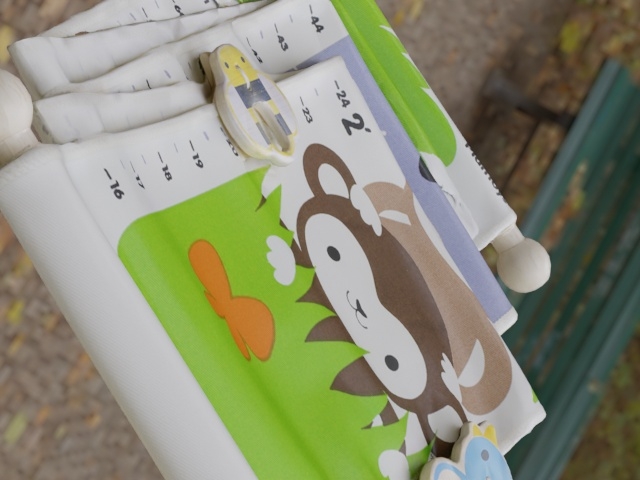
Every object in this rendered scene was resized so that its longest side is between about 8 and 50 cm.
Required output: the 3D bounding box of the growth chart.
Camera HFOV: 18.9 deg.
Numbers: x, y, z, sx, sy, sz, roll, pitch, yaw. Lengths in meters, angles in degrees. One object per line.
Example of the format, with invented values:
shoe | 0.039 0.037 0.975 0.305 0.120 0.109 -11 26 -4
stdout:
growth chart | 0.000 0.000 0.446 0.021 0.172 0.237 -32 -169 24
